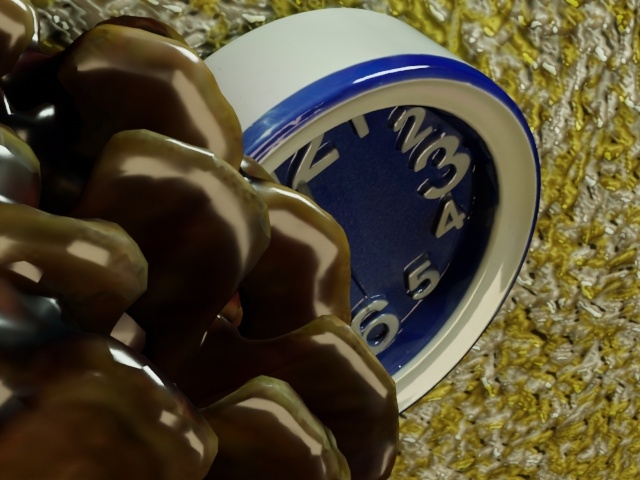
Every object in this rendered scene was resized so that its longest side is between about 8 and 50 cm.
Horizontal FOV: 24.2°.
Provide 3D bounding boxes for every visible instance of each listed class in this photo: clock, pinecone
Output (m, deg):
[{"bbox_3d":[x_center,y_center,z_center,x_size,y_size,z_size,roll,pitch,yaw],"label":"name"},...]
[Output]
[{"bbox_3d":[0.000,0.000,0.751,0.230,0.083,0.230,-20,132,-24],"label":"clock"},{"bbox_3d":[-0.152,0.112,0.499,0.398,0.398,0.397,-22,134,-25],"label":"pinecone"}]
